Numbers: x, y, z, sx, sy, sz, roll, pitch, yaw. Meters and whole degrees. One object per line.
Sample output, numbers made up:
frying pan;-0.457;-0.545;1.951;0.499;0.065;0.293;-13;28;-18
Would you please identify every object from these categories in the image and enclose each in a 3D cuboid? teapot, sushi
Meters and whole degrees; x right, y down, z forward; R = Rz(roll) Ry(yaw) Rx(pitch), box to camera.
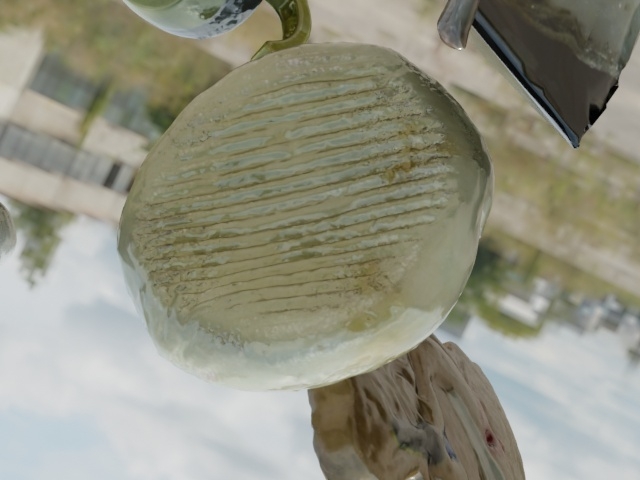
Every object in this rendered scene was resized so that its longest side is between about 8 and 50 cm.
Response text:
teapot;-0.061;-0.181;1.145;0.119;0.130;0.165;-24;-103;-50
sushi;0.061;-0.178;0.774;0.273;0.109;0.134;48;-174;-19

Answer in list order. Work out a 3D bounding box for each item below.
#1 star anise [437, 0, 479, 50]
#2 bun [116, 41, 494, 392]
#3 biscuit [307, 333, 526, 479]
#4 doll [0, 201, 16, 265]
star anise;0.129;-0.148;0.587;0.148;0.218;0.227;46;180;3
bun;0.000;0.000;0.850;0.183;0.183;0.102;27;163;33
biscuit;0.069;0.125;1.066;0.320;0.047;0.183;33;-147;-60
doll;-0.186;-0.042;0.862;0.162;0.062;0.106;87;159;-47
